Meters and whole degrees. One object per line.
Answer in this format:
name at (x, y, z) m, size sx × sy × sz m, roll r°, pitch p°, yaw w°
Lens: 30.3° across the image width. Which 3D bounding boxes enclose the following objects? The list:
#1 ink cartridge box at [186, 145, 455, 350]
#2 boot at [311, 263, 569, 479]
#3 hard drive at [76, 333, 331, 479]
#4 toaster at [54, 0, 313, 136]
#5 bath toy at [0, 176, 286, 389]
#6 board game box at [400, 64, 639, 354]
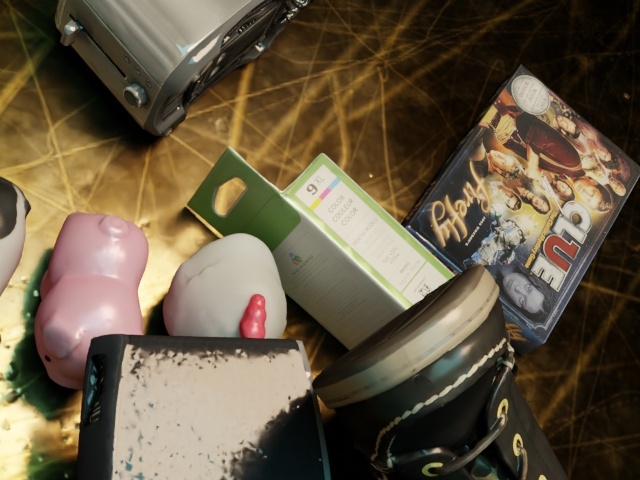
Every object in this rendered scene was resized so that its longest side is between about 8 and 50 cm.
ink cartridge box at (0.000, 0.000, 0.976) m, size 0.209 × 0.109 × 0.062 m, roll 42°, pitch 57°, yaw -3°
boot at (0.124, 0.181, 0.796) m, size 0.138 × 0.377 × 0.284 m, roll -33°, pitch 78°, yaw -9°
hard drive at (-0.069, 0.180, 0.764) m, size 0.172 × 0.054 × 0.254 m, roll 4°, pitch 66°, yaw -20°
toaster at (-0.116, -0.208, 1.005) m, size 0.146 × 0.129 × 0.227 m, roll 43°, pitch 58°, yaw 1°
bath toy at (-0.183, 0.041, 0.862) m, size 0.348 × 0.129 × 0.151 m, roll 11°, pitch 98°, yaw -20°
board game box at (0.191, -0.034, 1.121) m, size 0.165 × 0.042 × 0.243 m, roll 40°, pitch 57°, yaw -5°
